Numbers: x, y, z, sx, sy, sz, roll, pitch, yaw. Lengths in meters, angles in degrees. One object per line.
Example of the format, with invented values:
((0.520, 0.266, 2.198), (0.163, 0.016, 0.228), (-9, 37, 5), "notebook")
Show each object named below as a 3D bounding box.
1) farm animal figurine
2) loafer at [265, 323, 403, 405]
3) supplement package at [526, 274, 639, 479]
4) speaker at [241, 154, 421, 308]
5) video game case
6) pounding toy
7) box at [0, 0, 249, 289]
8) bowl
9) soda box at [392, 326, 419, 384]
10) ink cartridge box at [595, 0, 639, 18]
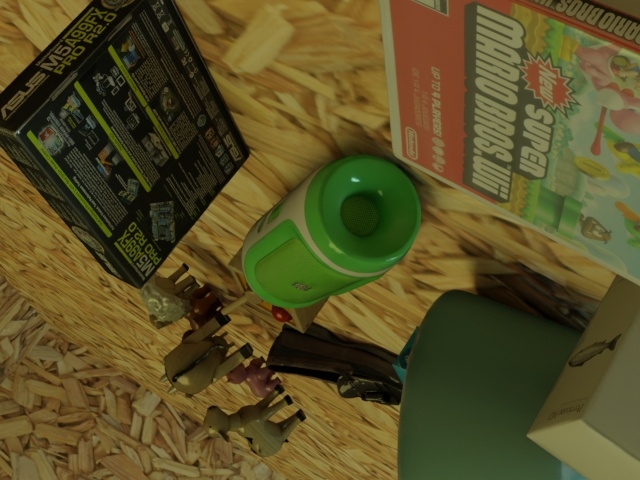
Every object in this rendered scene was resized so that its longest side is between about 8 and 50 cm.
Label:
((-0.192, 0.232, 1.510), (0.330, 0.172, 0.327), (51, 174, 19), "farm animal figurine")
((0.039, 0.216, 1.384), (0.302, 0.095, 0.109), (18, 151, 39), "loafer")
((0.268, 0.109, 0.700), (0.105, 0.179, 0.105), (36, 158, 2), "supplement package")
((0.000, 0.000, 0.961), (0.131, 0.131, 0.296), (39, 159, -7), "speaker")
((0.159, -0.051, 0.496), (0.285, 0.025, 0.204), (31, 159, 22), "video game case")
((-0.076, 0.068, 1.248), (0.141, 0.100, 0.130), (26, 156, 25), "pounding toy")
((-0.199, -0.108, 0.916), (0.060, 0.216, 0.270), (24, 156, 31), "box")
((0.214, 0.206, 0.888), (0.163, 0.311, 0.311), (-2, 141, 28), "bowl")
((0.173, 0.212, 1.211), (0.071, 0.067, 0.210), (19, 153, 37), "soda box")
((0.241, -0.062, 0.508), (0.160, 0.092, 0.219), (14, 149, 46), "ink cartridge box")
